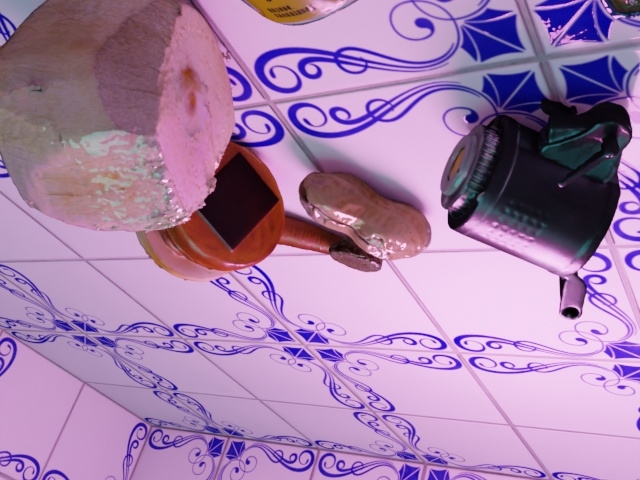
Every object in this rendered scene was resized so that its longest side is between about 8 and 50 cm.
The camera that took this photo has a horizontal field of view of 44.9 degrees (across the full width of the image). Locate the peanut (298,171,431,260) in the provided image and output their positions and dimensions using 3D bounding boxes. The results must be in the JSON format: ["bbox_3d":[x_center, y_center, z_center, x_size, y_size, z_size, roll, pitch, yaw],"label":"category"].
[{"bbox_3d":[0.088,-0.047,1.537,0.290,0.130,0.130,28,150,-11],"label":"peanut"}]

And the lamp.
[{"bbox_3d":[0.331,-0.068,1.268,0.272,0.205,0.374,9,133,7],"label":"lamp"}]

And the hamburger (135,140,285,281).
[{"bbox_3d":[-0.229,-0.058,1.567,0.291,0.291,0.225,32,151,-23],"label":"hamburger"}]

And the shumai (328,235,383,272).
[{"bbox_3d":[0.084,0.011,1.677,0.124,0.087,0.099,16,164,16],"label":"shumai"}]

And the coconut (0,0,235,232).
[{"bbox_3d":[-0.359,-0.212,1.258,0.404,0.404,0.404,14,151,8],"label":"coconut"}]

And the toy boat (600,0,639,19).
[{"bbox_3d":[0.350,-0.361,0.923,0.080,0.046,0.229,-3,144,36],"label":"toy boat"}]

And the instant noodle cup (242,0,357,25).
[{"bbox_3d":[-0.052,-0.409,0.835,0.325,0.325,0.254,-4,154,35],"label":"instant noodle cup"}]

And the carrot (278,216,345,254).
[{"bbox_3d":[0.000,0.000,1.742,0.336,0.069,0.069,14,151,-4],"label":"carrot"}]
